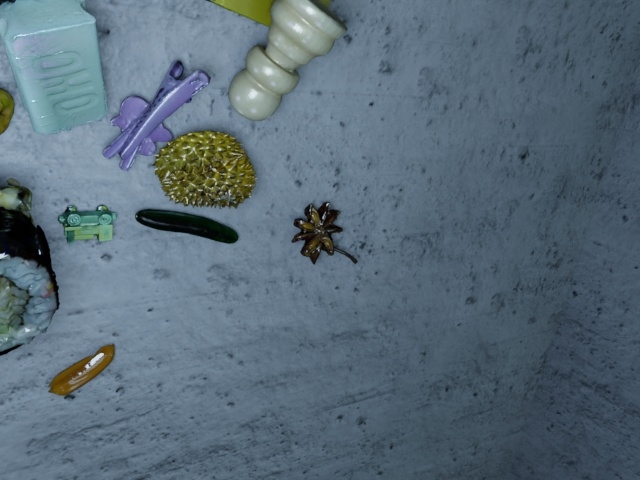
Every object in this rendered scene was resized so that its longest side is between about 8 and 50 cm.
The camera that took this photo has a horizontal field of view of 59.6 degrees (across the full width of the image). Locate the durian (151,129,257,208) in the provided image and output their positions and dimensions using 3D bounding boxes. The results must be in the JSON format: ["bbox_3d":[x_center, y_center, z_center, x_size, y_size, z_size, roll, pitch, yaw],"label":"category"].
[{"bbox_3d":[-0.259,-0.150,1.290,0.249,0.138,0.183,-1,152,-25],"label":"durian"}]

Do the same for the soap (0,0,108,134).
[{"bbox_3d":[-0.481,-0.314,1.022,0.150,0.094,0.261,-17,157,-23],"label":"soap"}]

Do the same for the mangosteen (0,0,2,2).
[{"bbox_3d":[-0.496,-0.439,0.991,0.137,0.151,0.137,-2,95,-24],"label":"mangosteen"}]

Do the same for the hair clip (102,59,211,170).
[{"bbox_3d":[-0.353,-0.273,1.213,0.278,0.090,0.137,-43,141,2],"label":"hair clip"}]

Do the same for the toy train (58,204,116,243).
[{"bbox_3d":[-0.517,-0.036,1.245,0.122,0.050,0.081,-6,123,-31],"label":"toy train"}]

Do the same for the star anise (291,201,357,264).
[{"bbox_3d":[0.002,0.003,1.565,0.177,0.073,0.234,-31,110,-26],"label":"star anise"}]

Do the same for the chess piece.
[{"bbox_3d":[-0.092,-0.397,1.240,0.167,0.167,0.300,23,117,-38],"label":"chess piece"}]

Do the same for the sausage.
[{"bbox_3d":[-0.581,0.322,1.376,0.183,0.054,0.062,-32,154,-18],"label":"sausage"}]

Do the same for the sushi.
[{"bbox_3d":[-0.677,0.047,1.057,0.328,0.285,0.329,-20,144,-17],"label":"sushi"}]

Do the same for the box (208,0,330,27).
[{"bbox_3d":[-0.105,-0.558,1.247,0.279,0.041,0.153,10,109,-35],"label":"box"}]

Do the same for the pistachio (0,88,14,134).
[{"bbox_3d":[-0.660,-0.223,1.026,0.189,0.100,0.110,-18,117,-26],"label":"pistachio"}]

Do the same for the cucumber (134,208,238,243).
[{"bbox_3d":[-0.320,-0.037,1.366,0.284,0.056,0.056,14,105,-39],"label":"cucumber"}]
